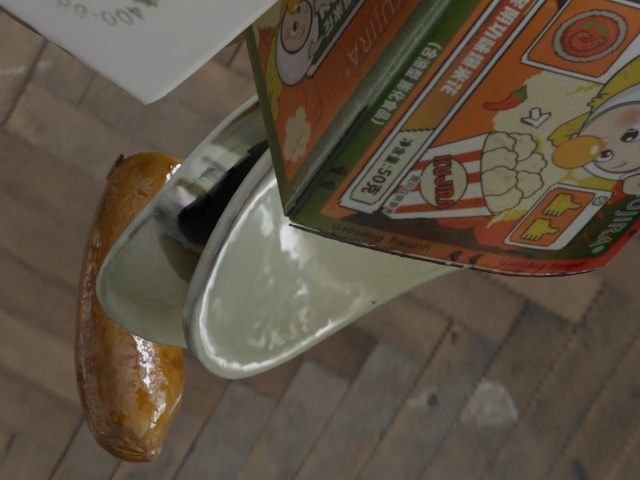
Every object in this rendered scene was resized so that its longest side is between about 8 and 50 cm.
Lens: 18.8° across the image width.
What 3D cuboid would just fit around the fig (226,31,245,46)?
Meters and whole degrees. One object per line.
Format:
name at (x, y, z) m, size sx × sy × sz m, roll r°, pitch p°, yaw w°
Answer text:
fig at (-0.076, -0.265, 1.566) m, size 0.286 × 0.368 × 0.286 m, roll -16°, pitch 120°, yaw -30°

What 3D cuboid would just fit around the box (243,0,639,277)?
box at (0.090, -0.102, 0.835) m, size 0.177 × 0.148 × 0.195 m, roll 8°, pitch 140°, yaw -29°

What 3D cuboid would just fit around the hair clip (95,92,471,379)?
hair clip at (-0.002, -0.011, 1.204) m, size 0.282 × 0.113 × 0.172 m, roll -34°, pitch 124°, yaw -5°

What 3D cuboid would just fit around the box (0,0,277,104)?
box at (0.036, -0.193, 0.435) m, size 0.095 × 0.210 × 0.330 m, roll 34°, pitch 145°, yaw -19°

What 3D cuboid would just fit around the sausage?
sausage at (-0.157, 0.056, 1.672) m, size 0.108 × 0.109 × 0.271 m, roll 3°, pitch 71°, yaw 2°
